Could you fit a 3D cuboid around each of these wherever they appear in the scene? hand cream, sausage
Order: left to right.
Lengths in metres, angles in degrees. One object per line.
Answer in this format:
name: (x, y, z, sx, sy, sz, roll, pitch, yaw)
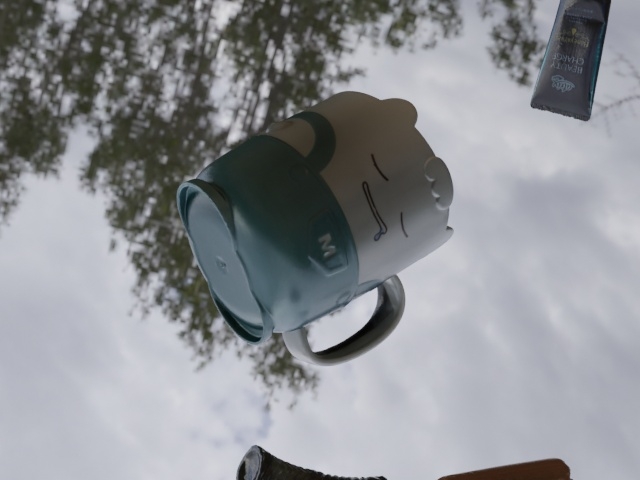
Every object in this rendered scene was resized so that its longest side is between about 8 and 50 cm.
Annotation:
sausage: (0.319, 0.439, 1.926, 0.288, 0.086, 0.086, -5, -148, -22)
hand cream: (0.471, -0.363, 2.020, 0.120, 0.271, 0.061, 19, -159, 26)

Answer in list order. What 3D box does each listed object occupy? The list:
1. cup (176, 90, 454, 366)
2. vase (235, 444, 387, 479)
cup: (0.000, 0.000, 1.245, 0.257, 0.290, 0.219, -30, -157, -28)
vase: (-0.014, 0.392, 1.713, 0.237, 0.115, 0.115, 23, -160, -26)
